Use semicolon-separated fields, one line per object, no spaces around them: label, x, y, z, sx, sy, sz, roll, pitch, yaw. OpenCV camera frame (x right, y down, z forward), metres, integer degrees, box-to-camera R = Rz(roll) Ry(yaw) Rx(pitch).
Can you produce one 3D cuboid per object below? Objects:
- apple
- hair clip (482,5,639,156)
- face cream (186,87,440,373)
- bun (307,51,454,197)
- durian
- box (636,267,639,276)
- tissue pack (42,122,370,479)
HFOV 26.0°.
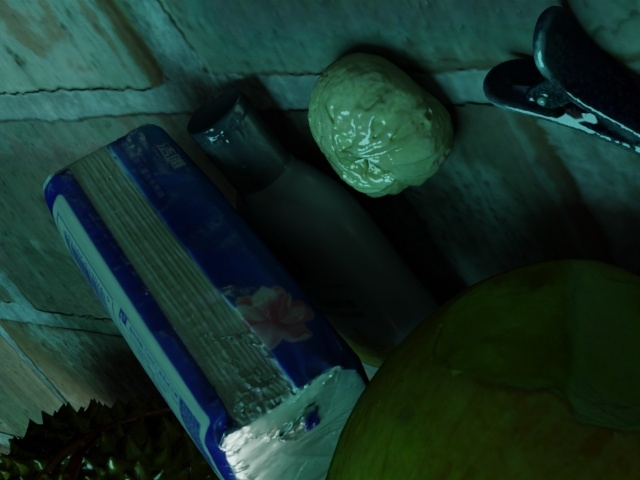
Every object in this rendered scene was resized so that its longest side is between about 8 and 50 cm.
apple;0.159;0.197;0.949;0.340;0.339;0.339;25;149;16
hair clip;0.232;-0.043;0.866;0.275;0.048;0.083;35;146;-3
face cream;0.000;0.000;1.123;0.144;0.071;0.291;10;144;54
bun;0.035;-0.076;0.986;0.115;0.069;0.115;26;149;17
durian;-0.223;0.329;1.592;0.348;0.347;0.384;40;138;-9
box;0.309;0.092;0.978;0.201;0.042;0.212;26;151;27
tissue pack;-0.081;0.060;1.076;0.269;0.137;0.209;52;172;29
